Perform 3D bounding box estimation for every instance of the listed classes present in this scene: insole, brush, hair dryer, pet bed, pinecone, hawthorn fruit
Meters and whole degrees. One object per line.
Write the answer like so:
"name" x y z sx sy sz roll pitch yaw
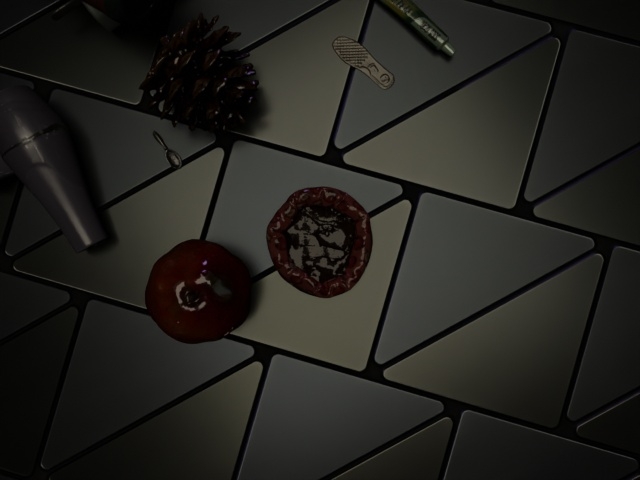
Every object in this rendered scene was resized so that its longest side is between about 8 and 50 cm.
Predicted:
"insole" 0.078 -0.324 1.150 0.135 0.002 0.045 41 91 2
"brush" -0.281 -0.166 1.156 0.024 0.008 0.083 -36 88 4
"hair dryer" -0.581 -0.071 1.136 0.361 0.121 0.301 -25 96 11
"pet bed" 0.000 0.000 1.120 0.201 0.053 0.201 0 83 1
"pinecone" -0.195 -0.271 1.070 0.207 0.208 0.208 0 88 2
"hawthorn fruit" -0.202 0.090 1.051 0.185 0.202 0.185 0 89 -6

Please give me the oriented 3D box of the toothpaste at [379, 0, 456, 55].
"toothpaste" 0.165 -0.401 1.135 0.204 0.031 0.049 45 90 5

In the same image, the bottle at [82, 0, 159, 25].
"bottle" -0.414 -0.468 0.983 0.336 0.144 0.144 27 90 4

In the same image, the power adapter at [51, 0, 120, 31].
"power adapter" -0.382 -0.485 1.114 0.255 0.124 0.187 -34 86 2
